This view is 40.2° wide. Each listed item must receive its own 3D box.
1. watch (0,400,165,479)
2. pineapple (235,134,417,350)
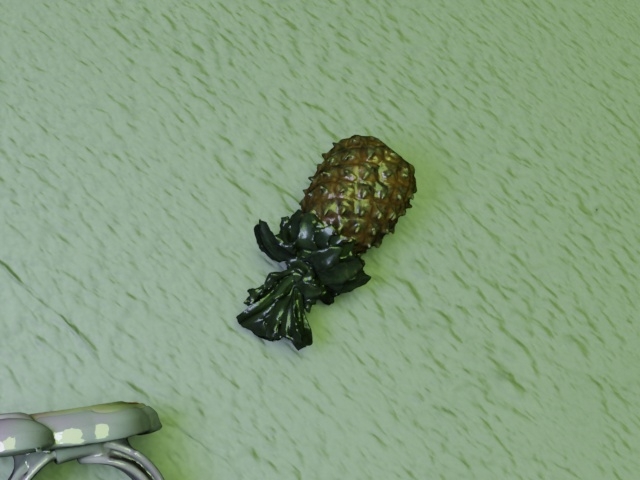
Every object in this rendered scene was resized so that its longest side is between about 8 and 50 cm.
[{"bbox_3d":[-0.294,0.299,0.991,0.248,0.211,0.217,-4,78,-21],"label":"watch"},{"bbox_3d":[0.000,0.000,1.189,0.170,0.141,0.310,34,74,-1],"label":"pineapple"}]
